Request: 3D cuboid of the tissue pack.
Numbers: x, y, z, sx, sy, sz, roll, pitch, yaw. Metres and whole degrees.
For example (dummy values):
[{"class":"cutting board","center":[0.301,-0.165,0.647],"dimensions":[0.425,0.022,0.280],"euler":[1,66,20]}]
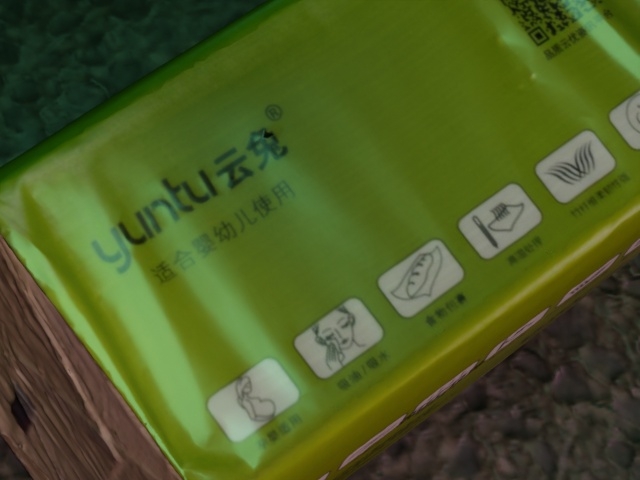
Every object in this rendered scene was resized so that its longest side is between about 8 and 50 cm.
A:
[{"class":"tissue pack","center":[0.000,0.000,0.796],"dimensions":[0.274,0.200,0.167],"euler":[-33,80,-23]}]
